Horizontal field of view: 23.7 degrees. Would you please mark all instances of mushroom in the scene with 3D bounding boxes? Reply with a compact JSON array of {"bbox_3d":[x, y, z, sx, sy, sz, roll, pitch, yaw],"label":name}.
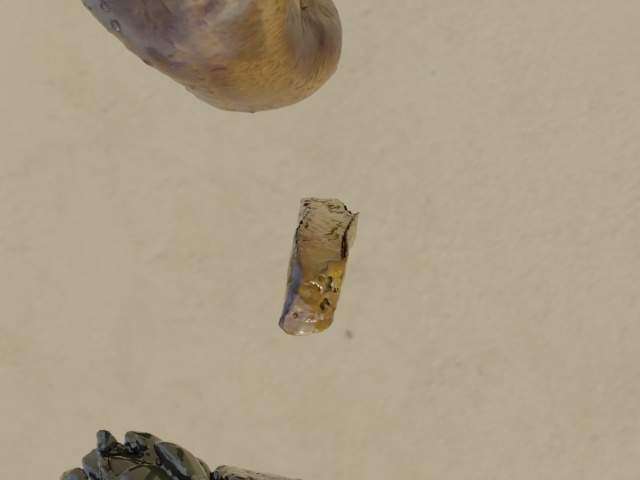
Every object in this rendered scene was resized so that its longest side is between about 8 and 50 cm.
[{"bbox_3d":[-0.074,-0.162,0.851,0.194,0.138,0.231,38,173,27],"label":"mushroom"}]

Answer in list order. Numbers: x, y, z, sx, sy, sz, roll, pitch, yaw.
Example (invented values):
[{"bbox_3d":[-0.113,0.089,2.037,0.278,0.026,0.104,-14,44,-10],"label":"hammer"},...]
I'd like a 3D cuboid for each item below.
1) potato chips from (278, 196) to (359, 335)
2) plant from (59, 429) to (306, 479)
[{"bbox_3d":[0.000,0.000,0.637,0.026,0.204,0.037,13,100,-2],"label":"potato chips"},{"bbox_3d":[-0.040,0.125,0.596,0.094,0.143,0.092,-156,79,-75],"label":"plant"}]
